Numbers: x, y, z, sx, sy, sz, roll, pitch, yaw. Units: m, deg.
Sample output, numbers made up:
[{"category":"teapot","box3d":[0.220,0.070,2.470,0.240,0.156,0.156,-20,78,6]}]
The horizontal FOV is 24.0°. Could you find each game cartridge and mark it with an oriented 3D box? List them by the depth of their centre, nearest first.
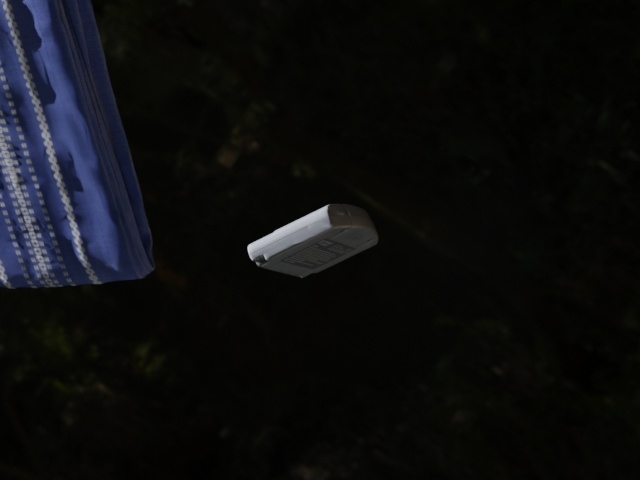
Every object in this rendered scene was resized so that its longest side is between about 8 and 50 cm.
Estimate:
[{"category":"game cartridge","box3d":[0.000,0.000,0.796,0.056,0.017,0.083,-22,-12,14]}]

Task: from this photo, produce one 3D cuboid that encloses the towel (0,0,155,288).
[{"category":"towel","box3d":[-0.293,-0.073,1.096,0.040,0.336,0.243,-57,-40,-56]}]
